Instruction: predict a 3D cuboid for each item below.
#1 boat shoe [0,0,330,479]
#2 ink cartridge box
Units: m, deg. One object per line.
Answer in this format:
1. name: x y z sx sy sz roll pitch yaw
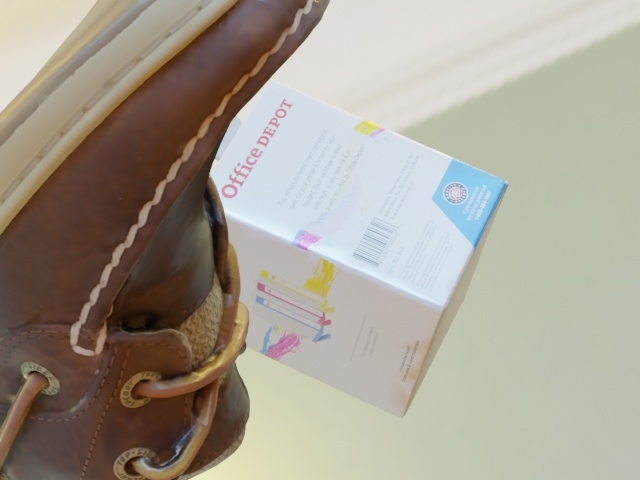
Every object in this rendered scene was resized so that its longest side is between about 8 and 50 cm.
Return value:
1. boat shoe: -0.071 0.024 0.626 0.342 0.123 0.123 -49 7 42
2. ink cartridge box: 0.000 0.000 0.919 0.090 0.143 0.092 105 -168 -49
